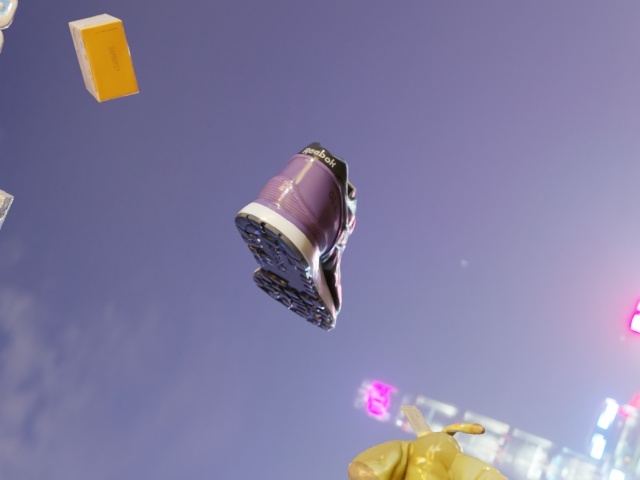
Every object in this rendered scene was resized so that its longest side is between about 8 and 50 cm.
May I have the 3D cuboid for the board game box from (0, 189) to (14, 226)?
[{"bbox_3d":[-0.542,-0.053,1.577,0.103,0.154,0.026,-64,-8,9],"label":"board game box"}]

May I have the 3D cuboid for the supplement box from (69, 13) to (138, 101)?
[{"bbox_3d":[-0.185,-0.156,0.903,0.036,0.098,0.062,-16,-72,-14],"label":"supplement box"}]

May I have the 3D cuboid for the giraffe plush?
[{"bbox_3d":[0.122,0.322,1.252,0.210,0.181,0.170,-88,-2,-65],"label":"giraffe plush"}]

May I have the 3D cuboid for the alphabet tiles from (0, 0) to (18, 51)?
[{"bbox_3d":[-0.517,-0.330,1.322,0.021,0.278,0.284,145,141,-69],"label":"alphabet tiles"}]

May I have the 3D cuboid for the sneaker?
[{"bbox_3d":[0.000,0.000,1.111,0.124,0.107,0.283,-54,-14,-17],"label":"sneaker"}]
